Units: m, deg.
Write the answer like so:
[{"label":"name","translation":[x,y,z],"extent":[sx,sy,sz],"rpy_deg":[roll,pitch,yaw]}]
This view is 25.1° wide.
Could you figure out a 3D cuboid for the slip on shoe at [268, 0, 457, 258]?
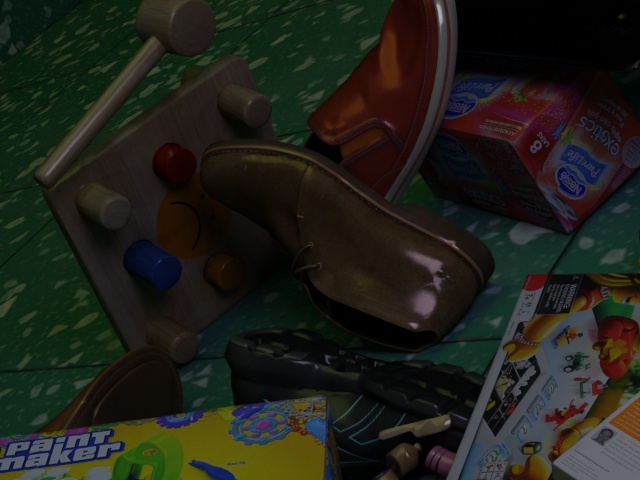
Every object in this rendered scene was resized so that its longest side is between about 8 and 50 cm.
[{"label":"slip on shoe","translation":[0.043,-0.114,1.422],"extent":[0.331,0.101,0.123],"rpy_deg":[-65,28,19]}]

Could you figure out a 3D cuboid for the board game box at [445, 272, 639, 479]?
[{"label":"board game box","translation":[0.203,0.126,0.978],"extent":[0.192,0.053,0.305],"rpy_deg":[-2,33,24]}]

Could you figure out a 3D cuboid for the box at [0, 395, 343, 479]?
[{"label":"box","translation":[-0.125,0.255,0.879],"extent":[0.289,0.177,0.279],"rpy_deg":[-8,26,6]}]

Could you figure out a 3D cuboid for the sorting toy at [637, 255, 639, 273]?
[{"label":"sorting toy","translation":[0.246,0.059,1.149],"extent":[0.075,0.045,0.083],"rpy_deg":[-42,17,21]}]

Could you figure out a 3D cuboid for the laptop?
[{"label":"laptop","translation":[0.375,-0.235,1.437],"extent":[0.382,0.407,0.236],"rpy_deg":[22,96,62]}]

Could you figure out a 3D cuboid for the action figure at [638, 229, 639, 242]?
[{"label":"action figure","translation":[0.366,-0.052,1.115],"extent":[0.280,0.139,0.091],"rpy_deg":[-15,25,35]}]

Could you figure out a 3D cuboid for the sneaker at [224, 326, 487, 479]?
[{"label":"sneaker","translation":[0.042,0.144,1.139],"extent":[0.267,0.106,0.101],"rpy_deg":[13,14,32]}]

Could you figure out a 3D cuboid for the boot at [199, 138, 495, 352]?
[{"label":"boot","translation":[0.000,0.000,1.329],"extent":[0.305,0.112,0.115],"rpy_deg":[25,65,21]}]

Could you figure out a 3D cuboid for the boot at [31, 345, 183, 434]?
[{"label":"boot","translation":[-0.268,0.216,1.352],"extent":[0.220,0.109,0.283],"rpy_deg":[-15,33,39]}]

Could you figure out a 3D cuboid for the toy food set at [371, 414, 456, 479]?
[{"label":"toy food set","translation":[0.073,0.184,1.016],"extent":[0.077,0.019,0.122],"rpy_deg":[-16,61,15]}]

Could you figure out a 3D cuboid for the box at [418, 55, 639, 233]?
[{"label":"box","translation":[0.190,-0.109,1.433],"extent":[0.128,0.123,0.257],"rpy_deg":[-43,25,-12]}]

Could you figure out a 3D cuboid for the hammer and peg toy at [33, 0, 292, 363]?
[{"label":"hammer and peg toy","translation":[-0.160,-0.065,1.461],"extent":[0.266,0.361,0.127],"rpy_deg":[-39,39,-21]}]

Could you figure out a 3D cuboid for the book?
[{"label":"book","translation":[0.228,0.126,0.880],"extent":[0.144,0.035,0.096],"rpy_deg":[-31,36,-24]}]
